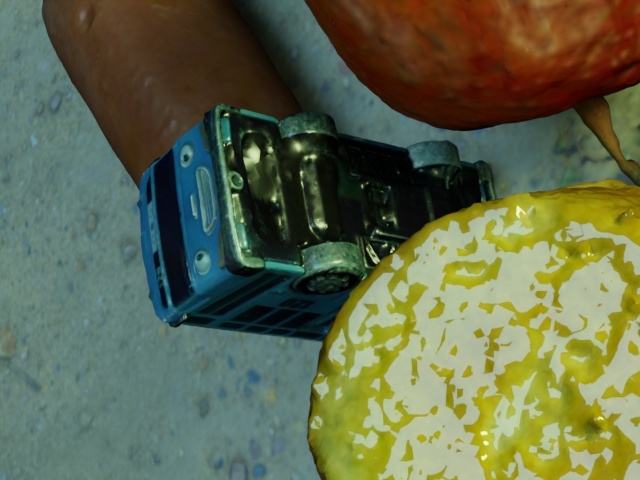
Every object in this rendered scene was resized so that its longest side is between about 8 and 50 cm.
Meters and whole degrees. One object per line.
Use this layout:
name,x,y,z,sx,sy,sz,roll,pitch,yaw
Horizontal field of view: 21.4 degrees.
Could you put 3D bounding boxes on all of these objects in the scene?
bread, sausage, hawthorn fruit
bread,0.118,0.094,0.710,0.268,0.146,0.268,-4,83,31
sausage,-0.091,-0.102,1.020,0.113,0.114,0.259,-53,50,25
hawthorn fruit,0.093,-0.124,0.782,0.207,0.207,0.243,-8,114,46

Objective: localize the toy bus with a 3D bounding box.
toy bus,0.000,0.000,0.844,0.106,0.185,0.090,-29,61,43
